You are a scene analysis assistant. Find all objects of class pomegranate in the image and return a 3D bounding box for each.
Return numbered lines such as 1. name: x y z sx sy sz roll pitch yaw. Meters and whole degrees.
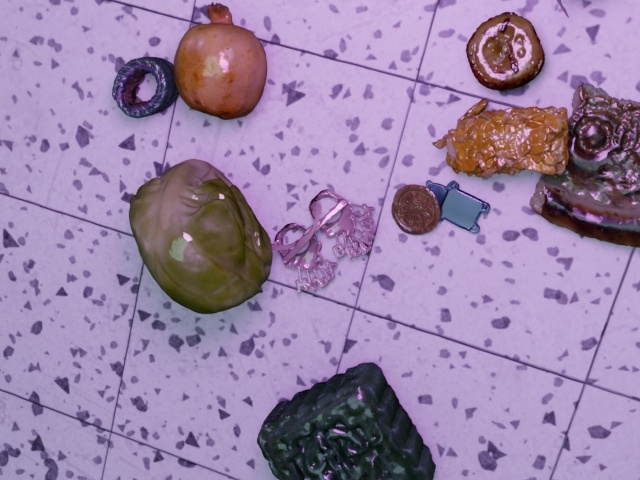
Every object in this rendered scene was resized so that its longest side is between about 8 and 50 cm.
1. pomegranate: -0.196 -0.343 1.659 0.207 0.207 0.207 3 102 15

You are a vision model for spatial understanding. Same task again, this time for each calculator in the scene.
1. calculator: 0.270 -0.072 1.680 0.141 0.019 0.094 27 107 10

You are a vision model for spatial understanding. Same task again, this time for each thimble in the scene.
1. thimble: -0.369 -0.327 1.766 0.135 0.090 0.118 -43 88 19

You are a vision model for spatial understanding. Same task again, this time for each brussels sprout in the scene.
1. brussels sprout: -0.240 0.001 1.693 0.247 0.328 0.327 -20 96 7

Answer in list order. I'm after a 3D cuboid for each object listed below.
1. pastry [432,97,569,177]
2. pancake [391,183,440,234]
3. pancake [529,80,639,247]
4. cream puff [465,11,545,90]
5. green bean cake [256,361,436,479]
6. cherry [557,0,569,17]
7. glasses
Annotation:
1. pastry: 0.346 -0.196 1.575 0.250 0.102 0.154 4 100 29
2. pancake: 0.194 -0.063 1.696 0.115 0.011 0.114 10 112 26
3. pancake: 0.620 -0.134 1.546 0.427 0.067 0.304 8 102 16
4. cream puff: 0.351 -0.356 1.564 0.149 0.084 0.148 2 99 12
5. green bean cake: 0.055 0.457 1.774 0.300 0.169 0.307 -31 93 19
6. cherry: 0.446 -0.541 1.448 0.213 0.183 0.266 37 93 -3
7. glasses: 0.006 0.003 1.732 0.162 0.095 0.255 46 112 -2
